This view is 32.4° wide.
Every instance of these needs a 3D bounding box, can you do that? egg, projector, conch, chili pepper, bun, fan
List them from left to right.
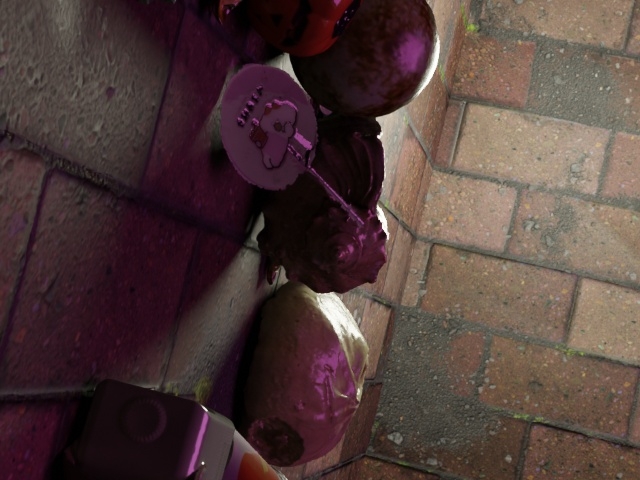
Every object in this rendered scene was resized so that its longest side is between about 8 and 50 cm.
[{"bbox_3d":[-0.211,0.279,1.367,0.242,0.163,0.177,62,41,-74],"label":"projector"},{"bbox_3d":[-0.062,-0.023,1.991,0.208,0.043,0.049,-68,-168,-19],"label":"chili pepper"},{"bbox_3d":[-0.034,-0.123,1.650,0.329,0.009,0.190,44,57,-30],"label":"fan"},{"bbox_3d":[-0.015,0.260,2.098,0.364,0.202,0.364,12,90,-79],"label":"bun"},{"bbox_3d":[-0.002,-0.085,1.851,0.352,0.210,0.297,55,-48,52],"label":"conch"},{"bbox_3d":[0.064,-0.319,1.771,0.289,0.238,0.238,-129,-134,-66],"label":"egg"}]

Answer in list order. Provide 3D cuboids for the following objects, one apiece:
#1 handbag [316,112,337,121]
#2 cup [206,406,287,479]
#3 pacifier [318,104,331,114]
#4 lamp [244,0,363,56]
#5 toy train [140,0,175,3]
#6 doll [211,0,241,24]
[{"bbox_3d":[0.061,-0.185,2.208,0.274,0.100,0.268,88,20,-49],"label":"handbag"},{"bbox_3d":[-0.157,0.370,1.666,0.288,0.203,0.203,70,35,-55],"label":"cup"},{"bbox_3d":[0.025,-0.276,2.052,0.068,0.064,0.083,23,79,-59],"label":"pacifier"},{"bbox_3d":[-0.025,-0.360,1.559,0.187,0.164,0.187,-54,177,-4],"label":"lamp"},{"bbox_3d":[-0.172,-0.315,1.162,0.149,0.081,0.099,63,41,-62],"label":"toy train"},{"bbox_3d":[-0.125,-0.337,1.406,0.113,0.077,0.078,-45,-161,38],"label":"doll"}]
